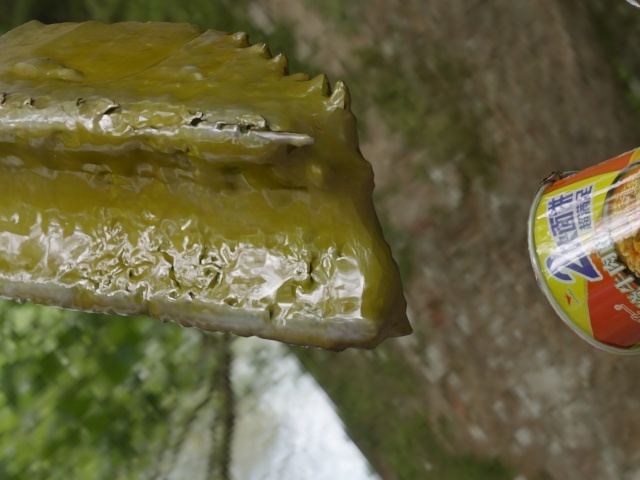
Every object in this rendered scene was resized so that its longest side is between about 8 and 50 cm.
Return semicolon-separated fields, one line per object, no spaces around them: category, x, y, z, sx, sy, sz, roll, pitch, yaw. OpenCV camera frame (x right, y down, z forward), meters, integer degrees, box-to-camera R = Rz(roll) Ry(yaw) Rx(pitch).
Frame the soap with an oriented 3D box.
soap;-0.051;-0.057;1.040;0.338;0.169;0.304;6;25;27

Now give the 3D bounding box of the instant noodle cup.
instant noodle cup;0.343;-0.008;1.647;0.174;0.213;0.213;-34;11;49

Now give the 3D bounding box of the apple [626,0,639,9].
apple;0.241;-0.229;1.005;0.188;0.188;0.174;-37;35;3
